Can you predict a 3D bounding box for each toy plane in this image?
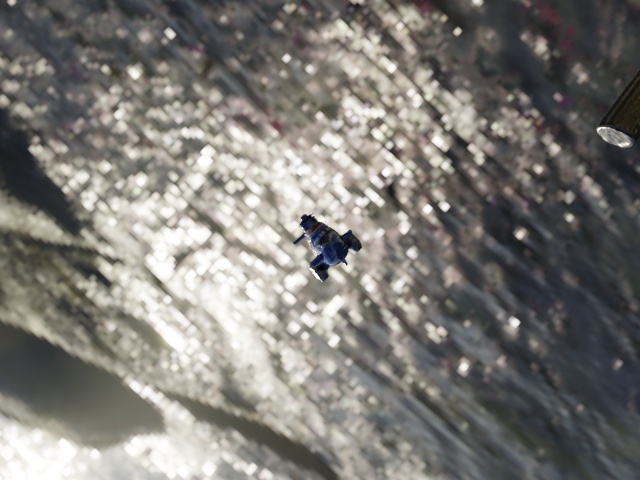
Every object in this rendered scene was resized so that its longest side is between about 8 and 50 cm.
[{"bbox_3d":[0.000,0.000,1.386,0.062,0.054,0.167,50,176,-3],"label":"toy plane"}]

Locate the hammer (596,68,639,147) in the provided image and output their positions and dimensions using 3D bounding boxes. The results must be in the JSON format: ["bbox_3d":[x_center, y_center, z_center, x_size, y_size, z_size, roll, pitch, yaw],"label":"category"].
[{"bbox_3d":[0.302,-0.204,0.955,0.043,0.365,0.111,45,167,-30],"label":"hammer"}]
